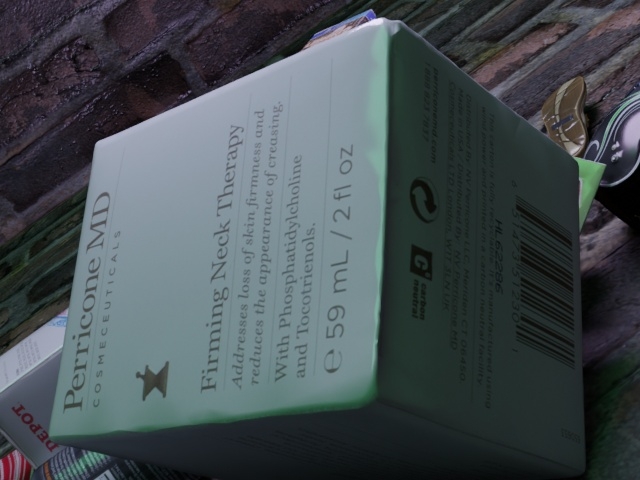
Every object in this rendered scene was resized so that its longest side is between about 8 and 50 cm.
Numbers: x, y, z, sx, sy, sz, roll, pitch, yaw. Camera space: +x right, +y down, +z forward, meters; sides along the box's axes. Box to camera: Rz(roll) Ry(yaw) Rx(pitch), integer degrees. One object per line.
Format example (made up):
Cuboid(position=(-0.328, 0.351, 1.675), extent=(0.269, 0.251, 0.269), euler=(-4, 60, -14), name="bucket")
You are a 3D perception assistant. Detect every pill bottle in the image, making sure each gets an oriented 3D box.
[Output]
Cuboid(position=(-0.267, 0.299, 1.222), extent=(0.246, 0.130, 0.130), euler=(-35, 22, -5), name="pill bottle")

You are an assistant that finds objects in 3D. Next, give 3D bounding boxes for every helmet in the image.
Cuboid(position=(0.387, -0.095, 1.102), extent=(0.161, 0.169, 0.169), euler=(-49, 22, 5), name="helmet")

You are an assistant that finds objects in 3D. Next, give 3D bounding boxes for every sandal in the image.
Cuboid(position=(0.367, -0.169, 1.441), extent=(0.072, 0.049, 0.180), euler=(-27, 37, 31), name="sandal")

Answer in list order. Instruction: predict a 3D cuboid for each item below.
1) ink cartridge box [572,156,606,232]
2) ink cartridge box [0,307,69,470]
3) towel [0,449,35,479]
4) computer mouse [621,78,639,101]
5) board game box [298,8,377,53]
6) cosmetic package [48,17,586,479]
Cuboid(position=(0.212, -0.056, 1.119), extent=(0.209, 0.062, 0.109), euler=(20, 83, 29), name="ink cartridge box")
Cuboid(position=(-0.266, 0.184, 1.332), extent=(0.306, 0.226, 0.131), euler=(-35, 24, -6), name="ink cartridge box")
Cuboid(position=(-0.501, 0.392, 1.488), extent=(0.275, 0.031, 0.199), euler=(-32, 23, 3), name="towel")
Cuboid(position=(0.442, -0.231, 1.275), extent=(0.071, 0.041, 0.242), euler=(-62, -8, -51), name="computer mouse")
Cuboid(position=(0.040, -0.230, 1.757), extent=(0.141, 0.232, 0.291), euler=(-15, 28, 39), name="board game box")
Cuboid(position=(0.004, 0.054, 0.955), extent=(0.394, 0.327, 0.329), euler=(-15, 62, 39), name="cosmetic package")
